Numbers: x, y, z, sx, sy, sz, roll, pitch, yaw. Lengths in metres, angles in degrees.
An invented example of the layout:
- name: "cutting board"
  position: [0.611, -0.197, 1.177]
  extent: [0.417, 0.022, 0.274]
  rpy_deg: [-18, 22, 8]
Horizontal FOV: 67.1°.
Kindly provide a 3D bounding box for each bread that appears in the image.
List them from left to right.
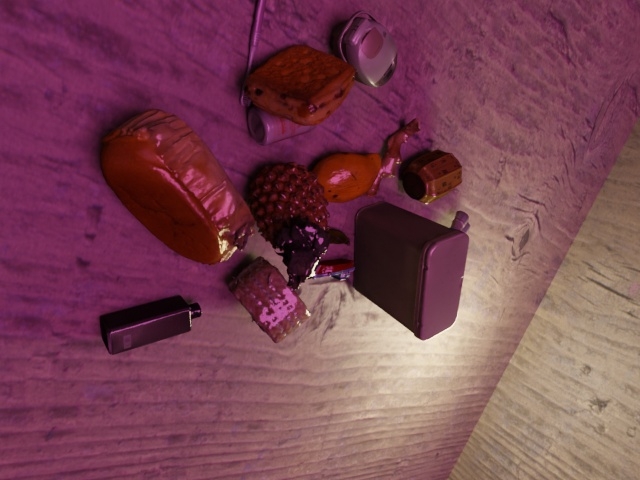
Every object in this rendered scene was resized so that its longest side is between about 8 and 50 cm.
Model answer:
- name: "bread"
  position: [-0.319, -0.100, 1.091]
  extent: [0.183, 0.236, 0.388]
  rpy_deg: [-52, 128, -27]
- name: "bread"
  position: [-0.041, -0.371, 1.168]
  extent: [0.235, 0.210, 0.099]
  rpy_deg: [-48, 157, -34]

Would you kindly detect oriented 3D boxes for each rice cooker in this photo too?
- name: "rice cooker"
  position: [0.118, -0.504, 1.290]
  extent: [0.206, 0.127, 0.145]
  rpy_deg: [36, 87, -41]

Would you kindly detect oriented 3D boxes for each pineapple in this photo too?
- name: "pineapple"
  position: [-0.062, -0.031, 1.222]
  extent: [0.223, 0.357, 0.223]
  rpy_deg: [-9, 133, -10]

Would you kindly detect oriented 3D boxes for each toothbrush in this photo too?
- name: "toothbrush"
  position: [-0.147, -0.496, 1.142]
  extent: [0.024, 0.029, 0.354]
  rpy_deg: [-10, 119, -52]

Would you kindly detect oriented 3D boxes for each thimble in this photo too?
- name: "thimble"
  position: [-0.146, 0.176, 1.382]
  extent: [0.148, 0.196, 0.229]
  rpy_deg: [-42, 134, -13]

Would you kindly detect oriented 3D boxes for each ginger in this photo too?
- name: "ginger"
  position: [0.228, -0.262, 1.543]
  extent: [0.089, 0.075, 0.288]
  rpy_deg: [34, 95, -16]

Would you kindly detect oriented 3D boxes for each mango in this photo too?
- name: "mango"
  position: [0.085, -0.190, 1.434]
  extent: [0.262, 0.109, 0.157]
  rpy_deg: [-18, 126, -28]

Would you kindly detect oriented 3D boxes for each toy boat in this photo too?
- name: "toy boat"
  position: [0.040, 0.099, 1.582]
  extent: [0.173, 0.069, 0.058]
  rpy_deg: [-6, 108, -42]

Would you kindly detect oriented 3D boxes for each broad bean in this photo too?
- name: "broad bean"
  position: [0.001, -0.004, 1.512]
  extent: [0.254, 0.046, 0.065]
  rpy_deg: [-6, 115, -38]

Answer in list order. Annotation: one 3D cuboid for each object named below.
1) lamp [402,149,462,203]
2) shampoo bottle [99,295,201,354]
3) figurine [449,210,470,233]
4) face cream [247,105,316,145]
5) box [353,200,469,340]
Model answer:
- name: "lamp"
  position: [0.379, -0.217, 1.636]
  extent: [0.185, 0.161, 0.161]
  rpy_deg: [-29, 128, -29]
- name: "shampoo bottle"
  position: [-0.430, 0.211, 1.249]
  extent: [0.246, 0.079, 0.080]
  rpy_deg: [-13, 121, -34]
- name: "figurine"
  position: [0.451, 0.041, 1.804]
  extent: [0.382, 0.205, 0.224]
  rpy_deg: [-57, 141, -11]
- name: "face cream"
  position: [-0.058, -0.325, 1.254]
  extent: [0.252, 0.101, 0.101]
  rpy_deg: [-24, 126, -28]
- name: "box"
  position: [0.275, 0.085, 1.576]
  extent: [0.177, 0.344, 0.352]
  rpy_deg: [-21, 124, -31]
